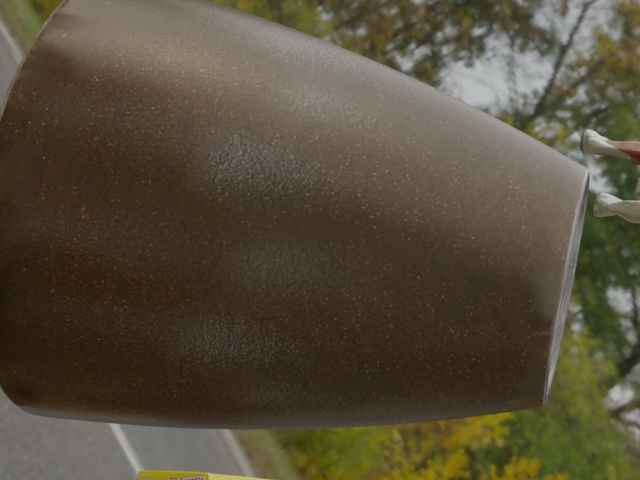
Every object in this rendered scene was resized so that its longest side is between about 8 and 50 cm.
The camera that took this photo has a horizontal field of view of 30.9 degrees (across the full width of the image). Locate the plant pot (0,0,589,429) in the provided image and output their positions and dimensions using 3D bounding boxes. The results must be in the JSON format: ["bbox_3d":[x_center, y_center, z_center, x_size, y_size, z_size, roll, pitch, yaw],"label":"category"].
[{"bbox_3d":[0.000,0.000,0.538,0.215,0.231,0.215,11,90,-77],"label":"plant pot"}]

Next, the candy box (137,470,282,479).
[{"bbox_3d":[-0.140,0.319,1.517,0.206,0.105,0.027,29,58,-62],"label":"candy box"}]

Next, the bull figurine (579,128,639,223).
[{"bbox_3d":[0.358,-0.053,1.014,0.310,0.188,0.101,-4,102,-56],"label":"bull figurine"}]
